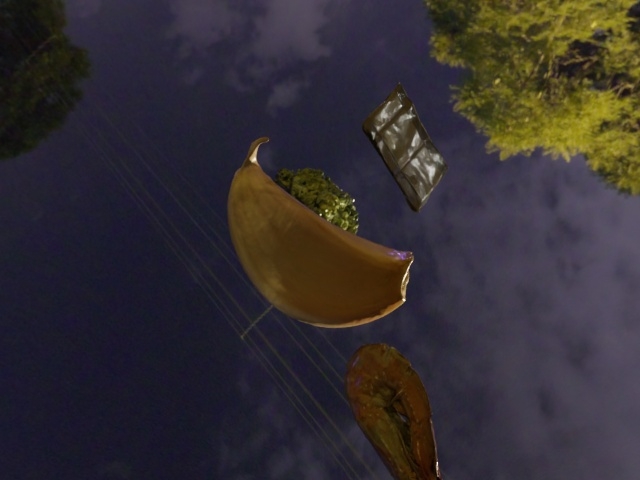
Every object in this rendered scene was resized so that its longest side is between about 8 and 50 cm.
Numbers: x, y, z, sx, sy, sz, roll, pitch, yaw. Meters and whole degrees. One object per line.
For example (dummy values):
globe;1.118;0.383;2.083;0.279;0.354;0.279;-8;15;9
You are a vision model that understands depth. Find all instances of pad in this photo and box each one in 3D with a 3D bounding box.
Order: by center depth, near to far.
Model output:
pad;0.186;-0.195;1.065;0.022;0.233;0.174;-6;-144;49

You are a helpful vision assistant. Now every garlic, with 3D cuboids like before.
garlic;-0.012;0.004;0.588;0.245;0.164;0.145;36;-138;-13

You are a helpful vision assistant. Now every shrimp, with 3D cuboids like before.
shrimp;0.131;0.299;0.794;0.062;0.154;0.294;-4;-123;-48

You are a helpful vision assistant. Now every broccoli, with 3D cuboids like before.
broccoli;-0.034;-0.003;1.020;0.235;0.288;0.260;-11;-160;3
